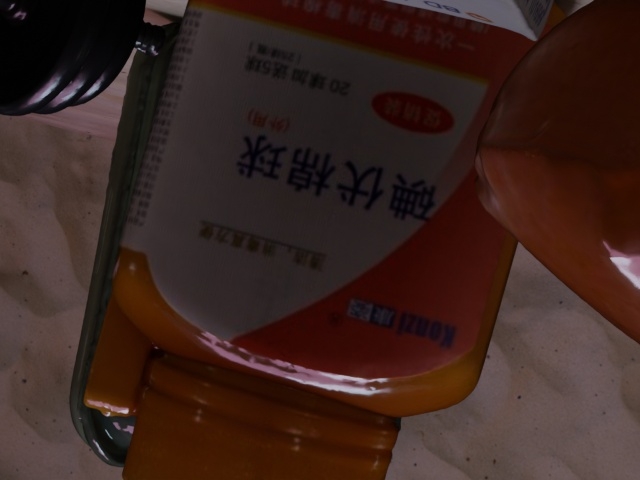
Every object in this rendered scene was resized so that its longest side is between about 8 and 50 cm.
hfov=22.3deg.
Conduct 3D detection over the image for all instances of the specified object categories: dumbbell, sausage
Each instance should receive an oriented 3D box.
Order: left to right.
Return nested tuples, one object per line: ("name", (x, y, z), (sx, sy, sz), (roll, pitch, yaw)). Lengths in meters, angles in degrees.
("dumbbell", (-0.144, -0.104, 0.616), (0.208, 0.099, 0.099), (15, 180, -42))
("sausage", (0.174, -0.008, 0.494), (0.258, 0.133, 0.133), (19, 180, 17))

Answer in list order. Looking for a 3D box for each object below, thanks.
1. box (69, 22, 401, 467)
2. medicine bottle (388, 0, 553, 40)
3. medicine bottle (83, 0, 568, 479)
("box", (-0.033, 0.013, 0.988), (0.178, 0.274, 0.138), (8, 178, 22))
("medicine bottle", (-0.044, -0.104, 0.412), (0.201, 0.052, 0.171), (14, 179, 17))
("medicine bottle", (0.000, 0.000, 0.643), (0.149, 0.222, 0.112), (16, 179, 0))
